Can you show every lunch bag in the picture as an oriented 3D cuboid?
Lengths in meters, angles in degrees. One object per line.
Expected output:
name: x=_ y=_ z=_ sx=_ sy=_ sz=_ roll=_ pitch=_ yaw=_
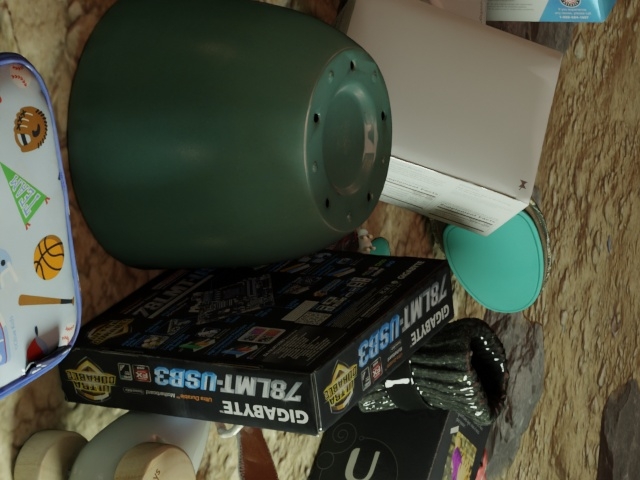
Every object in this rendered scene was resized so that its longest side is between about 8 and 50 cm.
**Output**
lunch bag: x=-0.312 y=0.007 z=1.243 sx=0.243 sy=0.115 sz=0.303 roll=-32 pitch=120 yaw=-53

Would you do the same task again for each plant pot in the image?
plant pot: x=-0.070 y=-0.106 z=1.530 sx=0.293 sy=0.235 sz=0.293 roll=-14 pitch=107 yaw=-59

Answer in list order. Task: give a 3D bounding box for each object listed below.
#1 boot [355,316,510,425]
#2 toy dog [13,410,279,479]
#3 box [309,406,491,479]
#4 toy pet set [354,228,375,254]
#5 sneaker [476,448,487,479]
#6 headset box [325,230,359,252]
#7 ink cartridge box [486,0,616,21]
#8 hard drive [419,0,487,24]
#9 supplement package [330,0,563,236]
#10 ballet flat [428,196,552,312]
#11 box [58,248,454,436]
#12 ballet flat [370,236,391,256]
boot: x=0.050 y=0.140 z=1.755 sx=0.348 sy=0.260 sz=0.131 roll=7 pitch=88 yaw=-61
toy dog: x=-0.133 y=0.225 z=1.511 sx=0.334 sy=0.220 sz=0.161 roll=-20 pitch=112 yaw=-32
box: x=0.094 y=0.306 z=1.959 sx=0.143 sy=0.165 sz=0.270 roll=55 pitch=48 yaw=-49
toy pet set: x=0.000 y=0.000 z=1.856 sx=0.122 sy=0.065 sz=0.114 roll=-11 pitch=97 yaw=-19
sneaker: x=0.172 y=0.425 z=2.170 sx=0.314 sy=0.116 sz=0.136 roll=-55 pitch=141 yaw=-42
headset box: x=0.018 y=0.027 z=1.916 sx=0.083 sy=0.032 sz=0.062 roll=-49 pitch=135 yaw=-49
ink cartridge box: x=0.329 y=-0.483 z=2.224 sx=0.197 sy=0.198 sz=0.270 roll=-56 pitch=141 yaw=-40
hard drive: x=0.124 y=-0.378 z=1.925 sx=0.233 sy=0.047 sz=0.353 roll=-82 pitch=149 yaw=-44
supplement package: x=0.125 y=-0.154 z=1.815 sx=0.145 sy=0.262 sz=0.204 roll=136 pitch=-29 yaw=-69
ballet flat: x=0.211 y=-0.085 z=2.141 sx=0.483 sy=0.164 sz=0.182 roll=50 pitch=35 yaw=-49
box: x=-0.059 y=0.087 z=1.520 sx=0.295 sy=0.293 sz=0.073 roll=-36 pitch=123 yaw=-54
ballet flat: x=0.069 y=0.053 z=2.014 sx=0.041 sy=0.041 sz=0.114 roll=21 pitch=76 yaw=-60
